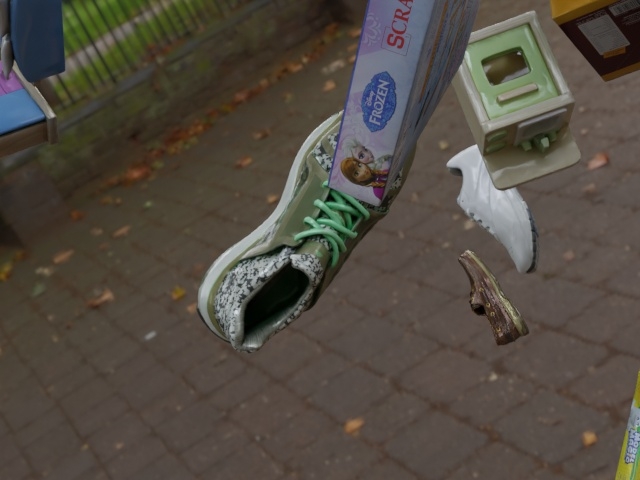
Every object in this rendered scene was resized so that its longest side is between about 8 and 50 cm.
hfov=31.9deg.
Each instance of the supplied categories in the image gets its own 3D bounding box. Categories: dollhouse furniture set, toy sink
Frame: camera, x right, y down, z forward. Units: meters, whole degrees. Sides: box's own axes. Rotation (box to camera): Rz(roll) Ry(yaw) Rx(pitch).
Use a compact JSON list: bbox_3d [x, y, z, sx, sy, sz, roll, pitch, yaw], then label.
[{"bbox_3d":[-0.444,-0.258,1.272,0.198,0.286,0.303,-24,-32,-28],"label":"dollhouse furniture set"},{"bbox_3d":[0.312,-0.221,1.789,0.153,0.234,0.131,-19,-15,2],"label":"toy sink"}]

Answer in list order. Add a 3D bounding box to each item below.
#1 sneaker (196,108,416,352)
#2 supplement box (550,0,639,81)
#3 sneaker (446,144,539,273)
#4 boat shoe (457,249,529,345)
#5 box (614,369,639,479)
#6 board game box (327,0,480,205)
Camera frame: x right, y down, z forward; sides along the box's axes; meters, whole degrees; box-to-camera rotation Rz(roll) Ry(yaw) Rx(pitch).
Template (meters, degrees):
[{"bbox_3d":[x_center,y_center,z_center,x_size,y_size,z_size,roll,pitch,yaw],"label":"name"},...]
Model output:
[{"bbox_3d":[0.000,0.000,1.482,0.410,0.158,0.182,-53,20,8],"label":"sneaker"},{"bbox_3d":[0.478,-0.372,1.711,0.191,0.194,0.129,-19,55,32],"label":"supplement box"},{"bbox_3d":[0.347,-0.060,2.214,0.129,0.297,0.111,-23,-24,8],"label":"sneaker"},{"bbox_3d":[0.265,0.091,1.796,0.060,0.064,0.178,-32,59,3],"label":"boat shoe"},{"bbox_3d":[0.407,0.248,1.313,0.105,0.179,0.043,13,0,-17],"label":"box"},{"bbox_3d":[0.116,-0.250,1.167,0.066,0.318,0.318,22,42,9],"label":"board game box"}]
